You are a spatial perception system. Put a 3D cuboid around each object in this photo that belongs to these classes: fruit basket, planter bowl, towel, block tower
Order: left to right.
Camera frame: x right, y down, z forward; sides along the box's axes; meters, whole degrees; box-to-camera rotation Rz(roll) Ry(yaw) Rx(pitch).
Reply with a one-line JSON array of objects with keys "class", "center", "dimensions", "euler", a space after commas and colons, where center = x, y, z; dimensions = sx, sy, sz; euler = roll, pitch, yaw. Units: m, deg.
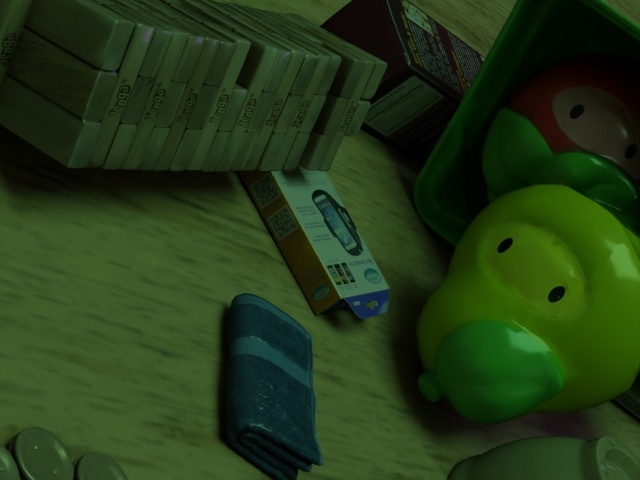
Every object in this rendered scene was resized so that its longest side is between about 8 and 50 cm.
[{"class": "block tower", "center": [-0.082, -0.102, 0.915], "dimensions": [0.097, 0.091, 0.335], "euler": [31, 17, 26]}, {"class": "towel", "center": [-0.030, 0.087, 0.883], "dimensions": [0.067, 0.029, 0.119], "euler": [38, 31, -30]}, {"class": "planter bowl", "center": [0.181, 0.203, 1.013], "dimensions": [0.162, 0.109, 0.162], "euler": [40, 29, -28]}, {"class": "fruit basket", "center": [0.229, -0.003, 1.117], "dimensions": [0.392, 0.283, 0.392], "euler": [23, 26, -12]}]

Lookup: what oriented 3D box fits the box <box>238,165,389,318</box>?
[{"class": "box", "center": [0.000, 0.000, 1.042], "dimensions": [0.081, 0.028, 0.136], "euler": [-6, 67, -61]}]

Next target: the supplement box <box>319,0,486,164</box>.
[{"class": "supplement box", "center": [0.092, -0.138, 1.298], "dimensions": [0.188, 0.081, 0.104], "euler": [27, 38, -45]}]

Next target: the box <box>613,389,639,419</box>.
[{"class": "box", "center": [0.364, 0.094, 1.414], "dimensions": [0.247, 0.142, 0.163], "euler": [35, 32, -34]}]

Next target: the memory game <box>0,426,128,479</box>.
[{"class": "memory game", "center": [-0.115, 0.169, 0.662], "dimensions": [0.186, 0.012, 0.186], "euler": [39, 30, -29]}]
